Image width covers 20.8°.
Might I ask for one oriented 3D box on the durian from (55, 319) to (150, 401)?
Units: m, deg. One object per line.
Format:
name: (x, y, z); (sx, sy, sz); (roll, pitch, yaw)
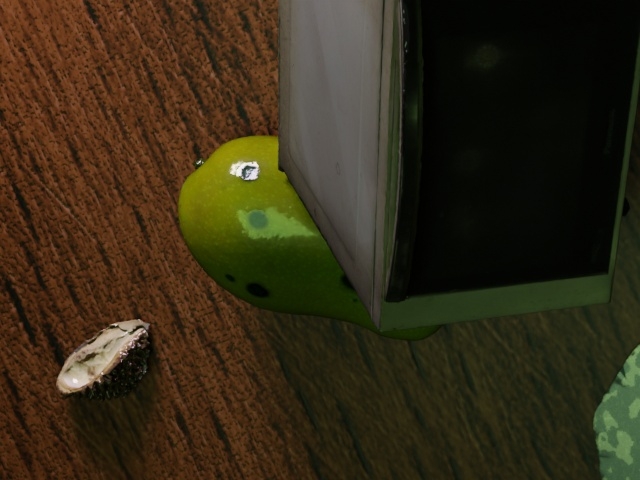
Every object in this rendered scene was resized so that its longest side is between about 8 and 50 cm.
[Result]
durian: (-0.226, 0.136, 1.867); (0.130, 0.052, 0.066); (-33, 52, 16)

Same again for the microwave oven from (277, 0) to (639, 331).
microwave oven: (0.122, -0.170, 1.461); (0.247, 0.333, 0.394); (-10, 127, -15)

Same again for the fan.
fan: (0.337, 0.205, 1.726); (0.131, 0.009, 0.240); (-5, 99, 17)

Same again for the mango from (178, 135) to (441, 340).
mango: (0.000, 0.000, 1.718); (0.293, 0.143, 0.175); (25, 110, 0)
